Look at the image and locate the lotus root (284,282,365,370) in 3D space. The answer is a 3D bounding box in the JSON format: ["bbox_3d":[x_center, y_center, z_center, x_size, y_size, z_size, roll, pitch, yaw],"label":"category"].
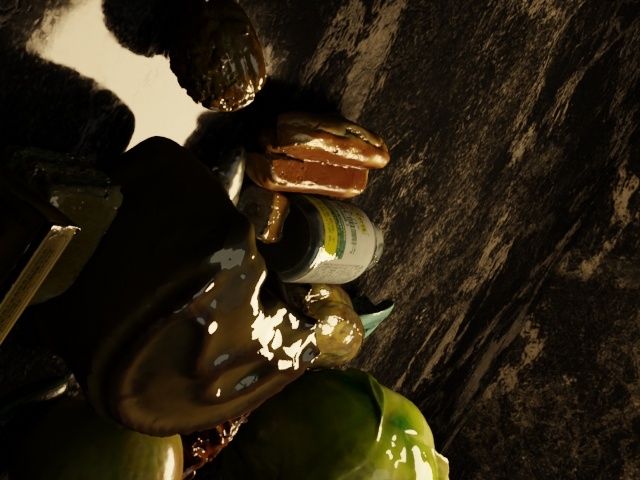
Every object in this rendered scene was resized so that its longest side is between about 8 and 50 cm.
[{"bbox_3d":[-0.017,0.143,2.224,0.160,0.152,0.275,-39,155,4],"label":"lotus root"}]

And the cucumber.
[{"bbox_3d":[-0.413,0.228,1.760,0.184,0.033,0.036,-29,130,-47],"label":"cucumber"}]

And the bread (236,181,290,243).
[{"bbox_3d":[-0.095,-0.041,1.897,0.070,0.077,0.083,28,80,-65],"label":"bread"}]

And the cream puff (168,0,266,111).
[{"bbox_3d":[-0.128,-0.218,1.532,0.103,0.126,0.144,-28,142,-15],"label":"cream puff"}]

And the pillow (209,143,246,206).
[{"bbox_3d":[-0.161,-0.035,1.825,0.093,0.051,0.241,-25,148,-38],"label":"pillow"}]

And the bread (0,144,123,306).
[{"bbox_3d":[-0.333,-0.008,1.479,0.196,0.102,0.138,-56,154,13],"label":"bread"}]

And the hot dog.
[{"bbox_3d":[-0.002,-0.134,1.922,0.135,0.100,0.337,-51,157,19],"label":"hot dog"}]

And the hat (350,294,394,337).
[{"bbox_3d":[0.064,0.154,2.496,0.138,0.078,0.191,-16,158,-42],"label":"hat"}]

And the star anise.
[{"bbox_3d":[-0.202,0.288,2.116,0.346,0.148,0.237,-55,179,1],"label":"star anise"}]

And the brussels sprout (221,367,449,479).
[{"bbox_3d":[0.032,0.393,2.349,0.342,0.425,0.361,-50,157,-36],"label":"brussels sprout"}]

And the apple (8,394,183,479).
[{"bbox_3d":[-0.318,0.320,1.813,0.261,0.261,0.194,4,90,-63],"label":"apple"}]

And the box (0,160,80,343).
[{"bbox_3d":[-0.387,0.039,1.372,0.240,0.159,0.071,-56,159,5],"label":"box"}]

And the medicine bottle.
[{"bbox_3d":[0.000,0.000,2.061,0.141,0.141,0.293,-57,157,12],"label":"medicine bottle"}]

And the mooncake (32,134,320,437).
[{"bbox_3d":[-0.164,0.075,1.693,0.394,0.246,0.393,-3,133,-46],"label":"mooncake"}]
